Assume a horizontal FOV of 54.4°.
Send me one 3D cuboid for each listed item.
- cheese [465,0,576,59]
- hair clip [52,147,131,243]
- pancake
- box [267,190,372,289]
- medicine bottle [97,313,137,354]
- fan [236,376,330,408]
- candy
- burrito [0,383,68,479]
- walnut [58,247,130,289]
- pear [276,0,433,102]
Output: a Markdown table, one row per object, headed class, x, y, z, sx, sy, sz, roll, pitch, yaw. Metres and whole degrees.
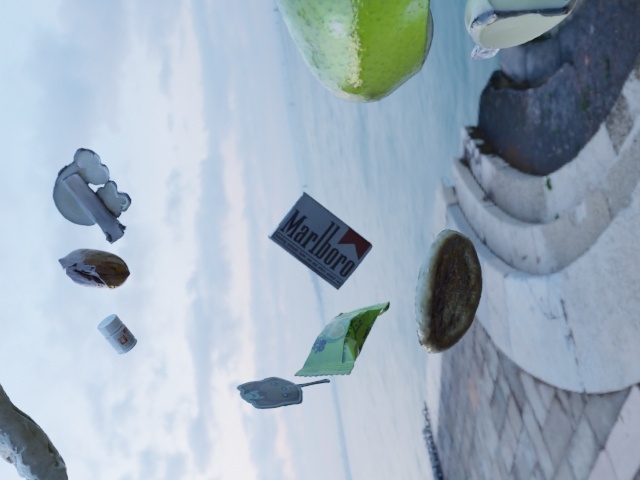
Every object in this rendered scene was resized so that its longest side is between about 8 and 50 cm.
| class | x | y | z | sx | sy | sz | roll | pitch | yaw |
| --- | --- | --- | --- | --- | --- | --- | --- | --- | --- |
| cheese | 0.242 | -0.283 | 0.833 | 0.251 | 0.127 | 0.054 | -13 | -80 | -89 |
| hair clip | -0.411 | -0.074 | 1.117 | 0.172 | 0.116 | 0.049 | 59 | 170 | -25 |
| pancake | 0.351 | 0.150 | 1.708 | 0.065 | 0.356 | 0.356 | 16 | 126 | 39 |
| box | 0.000 | 0.000 | 1.214 | 0.177 | 0.115 | 0.036 | 38 | -175 | -14 |
| medicine bottle | -0.491 | 0.228 | 1.508 | 0.089 | 0.057 | 0.057 | 58 | -172 | -22 |
| fan | -0.072 | 0.327 | 1.376 | 0.132 | 0.219 | 0.009 | 28 | 117 | 56 |
| candy | 0.052 | 0.214 | 1.386 | 0.069 | 0.149 | 0.246 | 58 | -140 | -21 |
| burrito | -0.584 | 0.314 | 1.121 | 0.076 | 0.117 | 0.392 | -49 | -62 | -43 |
| walnut | -0.661 | 0.082 | 1.819 | 0.116 | 0.207 | 0.116 | -165 | 90 | -79 |
| pear | 0.050 | -0.370 | 0.982 | 0.343 | 0.238 | 0.318 | -97 | -6 | -51 |
